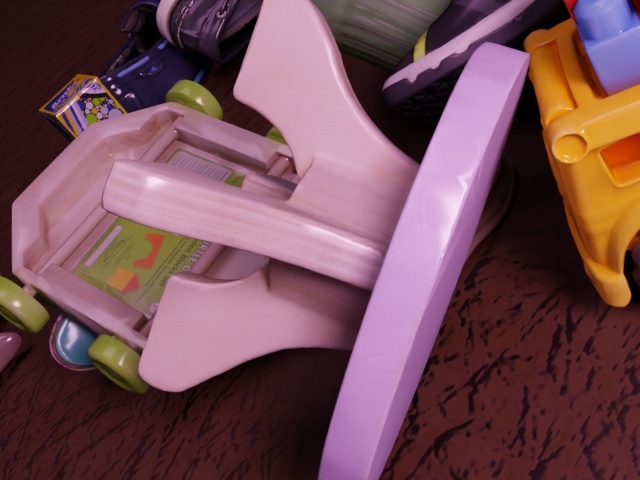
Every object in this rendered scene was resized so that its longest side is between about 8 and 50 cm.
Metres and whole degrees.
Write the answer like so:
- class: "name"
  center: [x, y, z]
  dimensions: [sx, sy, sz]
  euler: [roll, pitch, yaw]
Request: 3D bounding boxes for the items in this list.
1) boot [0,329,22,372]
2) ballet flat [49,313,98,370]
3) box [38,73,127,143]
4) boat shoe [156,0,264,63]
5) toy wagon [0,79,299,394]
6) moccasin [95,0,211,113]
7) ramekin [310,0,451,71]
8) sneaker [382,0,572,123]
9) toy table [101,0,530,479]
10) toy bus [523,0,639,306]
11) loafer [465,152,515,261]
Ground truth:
- class: "boot"
  center: [-0.347, 0.153, 0.823]
  dimensions: [0.118, 0.042, 0.087]
  euler: [-39, 39, 5]
- class: "ballet flat"
  center: [-0.161, 0.036, 0.768]
  dimensions: [0.221, 0.077, 0.079]
  euler: [-45, 17, -18]
- class: "box"
  center: [-0.210, -0.091, 0.857]
  dimensions: [0.059, 0.169, 0.054]
  euler: [-49, 35, -15]
- class: "boat shoe"
  center: [-0.043, -0.340, 1.041]
  dimensions: [0.340, 0.127, 0.113]
  euler: [-38, 60, -20]
- class: "toy wagon"
  center: [-0.102, 0.003, 0.685]
  dimensions: [0.345, 0.068, 0.267]
  euler: [24, 62, 24]
- class: "moccasin"
  center: [-0.208, -0.285, 1.114]
  dimensions: [0.138, 0.117, 0.341]
  euler: [-19, 40, 25]
- class: "ramekin"
  center: [0.116, -0.270, 0.673]
  dimensions: [0.303, 0.148, 0.303]
  euler: [-63, 0, 0]
- class: "sneaker"
  center: [0.134, -0.165, 0.531]
  dimensions: [0.235, 0.084, 0.097]
  euler: [-32, 59, 33]
- class: "toy table"
  center: [0.000, 0.000, 0.481]
  dimensions: [0.161, 0.252, 0.274]
  euler: [22, 86, 13]
- class: "toy bus"
  center: [0.221, -0.094, 0.446]
  dimensions: [0.220, 0.211, 0.149]
  euler: [-20, 38, 22]
- class: "loafer"
  center: [0.097, -0.020, 0.609]
  dimensions: [0.056, 0.050, 0.148]
  euler: [7, 55, 45]
